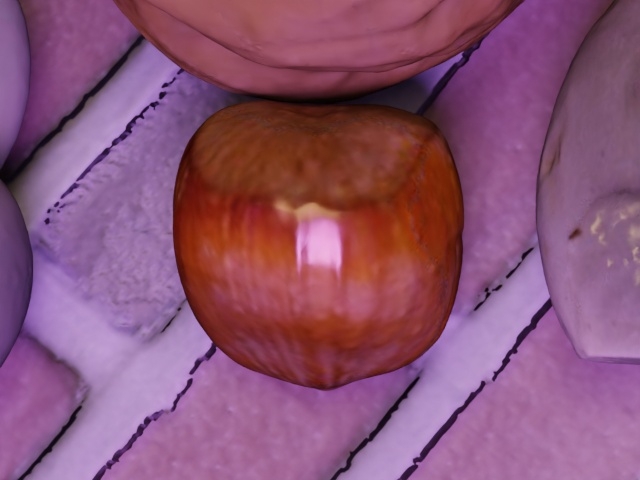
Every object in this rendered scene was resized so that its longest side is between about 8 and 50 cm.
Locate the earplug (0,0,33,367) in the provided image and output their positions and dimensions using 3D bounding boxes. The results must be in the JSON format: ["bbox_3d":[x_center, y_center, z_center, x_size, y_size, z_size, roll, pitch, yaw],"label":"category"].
[{"bbox_3d":[-0.254,-0.043,0.913,0.214,0.175,0.325,-13,69,2],"label":"earplug"}]

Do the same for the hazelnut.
[{"bbox_3d":[0.000,0.000,0.891,0.150,0.150,0.150,-3,70,8],"label":"hazelnut"}]

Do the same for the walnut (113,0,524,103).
[{"bbox_3d":[0.022,-0.254,0.863,0.383,0.383,0.383,-3,70,8],"label":"walnut"}]

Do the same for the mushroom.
[{"bbox_3d":[0.173,-0.056,0.892,0.118,0.103,0.270,5,66,11],"label":"mushroom"}]
